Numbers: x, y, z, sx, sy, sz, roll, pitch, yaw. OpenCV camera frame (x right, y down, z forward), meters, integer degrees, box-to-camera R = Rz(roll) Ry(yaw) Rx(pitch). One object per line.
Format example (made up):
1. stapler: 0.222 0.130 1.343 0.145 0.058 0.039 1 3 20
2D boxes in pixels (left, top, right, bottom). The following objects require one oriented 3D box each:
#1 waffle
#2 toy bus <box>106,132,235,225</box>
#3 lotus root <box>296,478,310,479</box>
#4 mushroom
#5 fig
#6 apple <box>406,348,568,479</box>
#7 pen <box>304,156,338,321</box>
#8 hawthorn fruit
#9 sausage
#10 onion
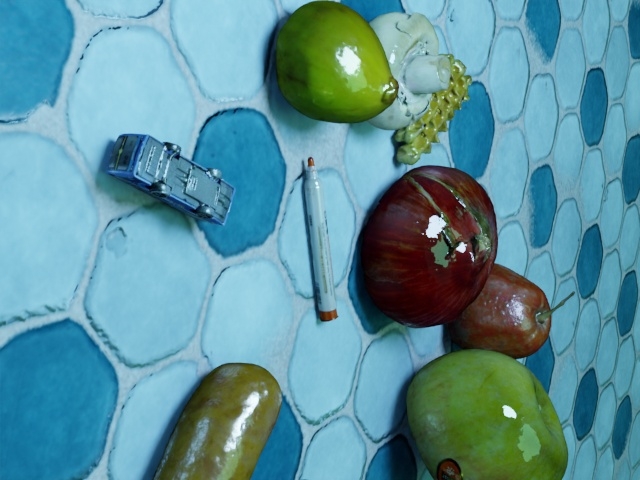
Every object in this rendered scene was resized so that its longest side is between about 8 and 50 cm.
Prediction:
1. waffle: 0.168 -0.193 1.325 0.192 0.046 0.161 -10 103 -54
2. toy bus: -0.144 -0.058 0.892 0.153 0.061 0.051 30 70 -55
3. lotus root: -0.003 0.389 1.052 0.186 0.186 0.186 -15 109 -53
4. mushroom: 0.105 -0.217 1.166 0.154 0.122 0.154 -31 127 -54
5. fig: 0.015 -0.202 1.048 0.153 0.120 0.136 27 78 -29
6. apple: 0.251 0.279 1.363 0.261 0.194 0.261 48 25 -31
7. pen: 0.000 0.000 1.140 0.026 0.026 0.218 -30 120 -49
8. hawthorn fruit: 0.307 0.122 1.447 0.162 0.203 0.163 -16 110 -49
9. sausage: -0.124 0.253 0.952 0.109 0.108 0.271 46 60 -49
10. onion: 0.165 0.013 1.280 0.248 0.161 0.248 -37 145 -32
